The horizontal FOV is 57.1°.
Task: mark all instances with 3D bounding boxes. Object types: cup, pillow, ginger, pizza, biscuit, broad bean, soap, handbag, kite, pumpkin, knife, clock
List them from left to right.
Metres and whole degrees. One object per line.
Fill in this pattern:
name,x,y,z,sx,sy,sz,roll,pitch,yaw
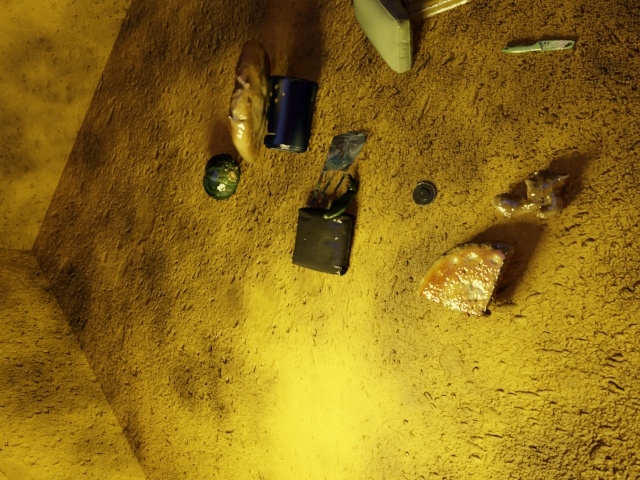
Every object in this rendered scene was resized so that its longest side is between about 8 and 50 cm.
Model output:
pumpkin,-0.403,-0.258,2.392,0.190,0.146,0.190,176,90,-70
biscuit,-0.247,-0.521,2.158,0.104,0.446,0.429,10,88,0
cup,-0.111,-0.458,2.182,0.179,0.255,0.256,9,96,3
handbag,0.000,0.000,2.071,0.247,0.080,0.222,12,95,41
kite,0.059,-0.245,2.006,0.169,0.015,0.309,2,65,43
broad bean,0.076,-0.137,1.996,0.195,0.061,0.046,-59,7,-23
pillow,0.195,-0.714,1.873,0.120,0.255,0.322,-26,65,-1
clock,0.326,-0.144,1.848,0.083,0.010,0.074,18,98,40
soap,0.375,-0.793,1.808,0.258,0.080,0.160,-5,86,40
pizza,0.425,0.123,1.695,0.336,0.086,0.226,-34,70,36
ginger,0.575,-0.128,1.606,0.214,0.059,0.132,6,98,42
knife,0.605,-0.542,1.639,0.207,0.014,0.030,10,94,39
